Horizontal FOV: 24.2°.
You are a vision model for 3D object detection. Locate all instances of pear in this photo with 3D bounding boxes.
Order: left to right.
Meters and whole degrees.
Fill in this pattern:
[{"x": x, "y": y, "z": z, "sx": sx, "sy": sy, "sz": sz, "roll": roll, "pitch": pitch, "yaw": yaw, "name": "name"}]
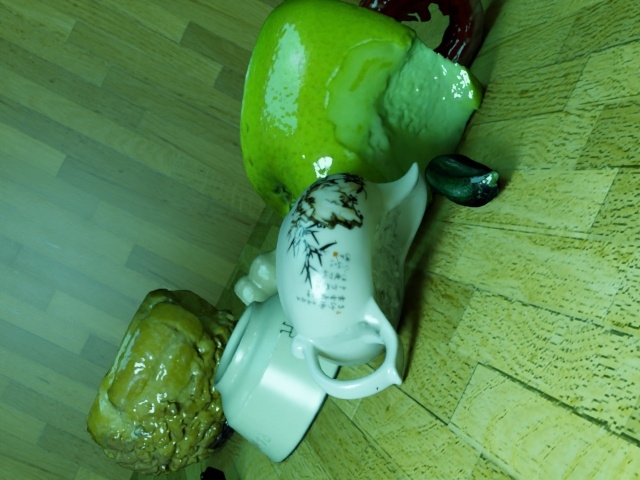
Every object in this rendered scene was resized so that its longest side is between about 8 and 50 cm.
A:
[{"x": 0.037, "y": -0.121, "z": 1.798, "sx": 0.176, "sy": 0.286, "sz": 0.281, "roll": 2, "pitch": 64, "yaw": 60, "name": "pear"}]

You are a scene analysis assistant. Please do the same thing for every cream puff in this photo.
[{"x": -0.232, "y": 0.236, "z": 2.458, "sx": 0.327, "sy": 0.231, "sz": 0.343, "roll": -62, "pitch": -1, "yaw": -31, "name": "cream puff"}]

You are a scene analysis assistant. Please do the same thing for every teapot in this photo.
[{"x": 0.039, "y": 0.047, "z": 1.615, "sx": 0.208, "sy": 0.166, "sz": 0.299, "roll": 80, "pitch": -173, "yaw": -51, "name": "teapot"}]

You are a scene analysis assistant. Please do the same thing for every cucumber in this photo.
[{"x": 0.147, "y": -0.066, "z": 1.603, "sx": 0.056, "sy": 0.056, "sz": 0.284, "roll": -63, "pitch": 7, "yaw": 1, "name": "cucumber"}]

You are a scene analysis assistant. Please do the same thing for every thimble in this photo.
[{"x": 0.132, "y": -0.290, "z": 2.028, "sx": 0.189, "sy": 0.163, "sz": 0.125, "roll": -62, "pitch": 9, "yaw": 13, "name": "thimble"}]

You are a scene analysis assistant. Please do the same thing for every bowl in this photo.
[{"x": -0.059, "y": 0.162, "z": 1.957, "sx": 0.237, "sy": 0.126, "sz": 0.237, "roll": -62, "pitch": 10, "yaw": 18, "name": "bowl"}]

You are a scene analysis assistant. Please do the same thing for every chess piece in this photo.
[{"x": 0.000, "y": 0.000, "z": 2.110, "sx": 0.260, "sy": 0.143, "sz": 0.143, "roll": -58, "pitch": 8, "yaw": 5, "name": "chess piece"}]

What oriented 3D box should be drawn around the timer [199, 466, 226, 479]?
[{"x": -0.176, "y": 0.426, "z": 2.136, "sx": 0.144, "sy": 0.055, "sz": 0.187, "roll": -159, "pitch": 91, "yaw": -83, "name": "timer"}]
